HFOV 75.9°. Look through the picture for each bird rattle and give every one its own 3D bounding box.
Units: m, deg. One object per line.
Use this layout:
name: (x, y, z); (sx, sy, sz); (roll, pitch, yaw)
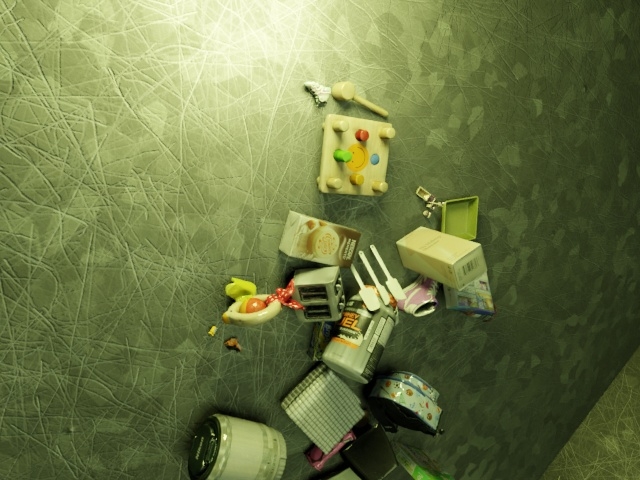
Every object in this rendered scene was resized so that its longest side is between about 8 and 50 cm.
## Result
bird rattle: (-0.187, 0.212, 1.278); (0.207, 0.254, 0.142); (-47, 140, -61)

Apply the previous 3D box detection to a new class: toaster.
toaster: (-0.014, 0.180, 1.403); (0.186, 0.110, 0.167); (-4, 117, 11)

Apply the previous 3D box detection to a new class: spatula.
spatula: (0.189, 0.129, 1.491); (0.169, 0.241, 0.019); (-16, 154, -23)

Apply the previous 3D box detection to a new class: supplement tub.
supplement tub: (0.699, 0.295, 1.854); (0.198, 0.106, 0.105); (25, 90, -31)
supplement tub: (0.152, 0.335, 1.494); (0.194, 0.194, 0.315); (42, 64, -30)

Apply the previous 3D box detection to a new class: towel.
towel: (0.013, 0.633, 1.569); (0.235, 0.121, 0.283); (-43, 117, -14)

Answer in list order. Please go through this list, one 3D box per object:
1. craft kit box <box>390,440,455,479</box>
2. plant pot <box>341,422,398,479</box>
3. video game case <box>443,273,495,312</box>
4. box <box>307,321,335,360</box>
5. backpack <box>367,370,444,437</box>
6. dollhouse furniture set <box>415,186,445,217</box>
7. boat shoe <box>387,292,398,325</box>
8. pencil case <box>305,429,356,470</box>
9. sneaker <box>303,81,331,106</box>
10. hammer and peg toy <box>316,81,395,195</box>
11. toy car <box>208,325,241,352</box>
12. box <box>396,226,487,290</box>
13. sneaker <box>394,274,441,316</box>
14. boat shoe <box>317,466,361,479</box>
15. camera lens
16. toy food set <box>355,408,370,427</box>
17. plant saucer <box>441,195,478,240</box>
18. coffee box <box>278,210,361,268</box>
craft kit box: (0.460, 1.014, 1.830); (0.247, 0.250, 0.060); (29, 88, -32)
plant pot: (0.212, 0.885, 1.667); (0.188, 0.167, 0.187); (-31, 150, -19)
video game case: (0.610, 0.177, 1.718); (0.270, 0.061, 0.244); (15, 61, -36)
box: (0.005, 0.358, 1.527); (0.059, 0.054, 0.168); (9, 99, -30)
backpack: (0.338, 0.654, 1.673); (0.263, 0.277, 0.213); (39, 53, -23)
dollhouse furniture set: (0.423, -0.149, 1.603); (0.114, 0.081, 0.090); (29, 88, -31)
boat shoe: (0.282, 0.277, 1.649); (0.066, 0.063, 0.184); (-26, 114, -20)
pencil case: (0.043, 0.828, 1.645); (0.209, 0.098, 0.095); (-37, 116, -15)
sneaker: (-0.013, -0.464, 1.312); (0.098, 0.038, 0.069); (7, 99, -29)
hammer and peg toy: (0.132, -0.332, 1.372); (0.266, 0.127, 0.360); (1, 103, -28)
toy car: (-0.306, 0.321, 1.352); (0.122, 0.060, 0.040); (56, 43, -34)
box: (0.442, 0.059, 1.534); (0.148, 0.311, 0.121); (-32, 116, -19)
sneaker: (0.450, 0.211, 1.668); (0.282, 0.161, 0.102); (-39, 116, -16)
boat shoe: (0.087, 1.022, 1.723); (0.306, 0.091, 0.109); (-2, 67, -30)
camera lens: (-0.281, 0.714, 1.370); (0.275, 0.219, 0.219); (29, 88, -31)
toy food set: (0.175, 0.755, 1.740); (0.084, 0.020, 0.082); (16, 95, -30)
plant saucer: (0.574, -0.087, 1.722); (0.189, 0.045, 0.187); (-10, 108, -26)
coffee box: (0.000, 0.000, 1.405); (0.247, 0.098, 0.141); (13, 97, -30)
